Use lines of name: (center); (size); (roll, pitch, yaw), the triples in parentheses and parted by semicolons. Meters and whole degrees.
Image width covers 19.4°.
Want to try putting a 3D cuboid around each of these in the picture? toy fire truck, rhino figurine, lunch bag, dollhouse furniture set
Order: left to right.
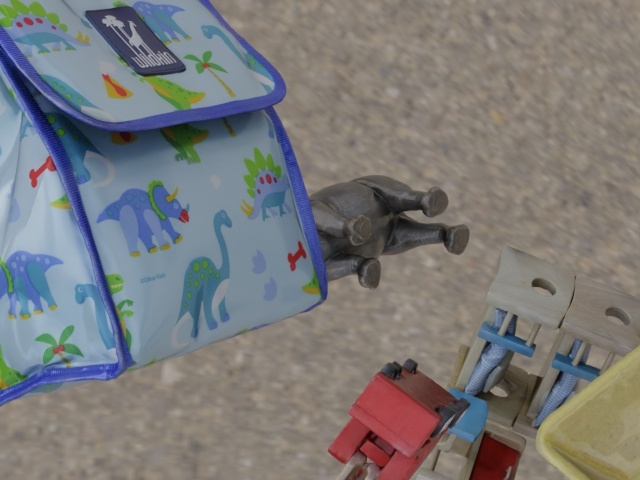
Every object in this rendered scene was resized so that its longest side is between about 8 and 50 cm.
lunch bag: (-0.076, -0.029, 0.689); (0.096, 0.129, 0.151); (-17, 89, 36)
rhino figurine: (0.000, 0.000, 1.447); (0.106, 0.243, 0.073); (12, 111, 42)
toy fire truck: (0.018, 0.134, 1.035); (0.047, 0.192, 0.135); (37, 94, 9)
dollhouse furniture set: (0.165, 0.126, 1.457); (0.129, 0.183, 0.129); (21, 130, 3)

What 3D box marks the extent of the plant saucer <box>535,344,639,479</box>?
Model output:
plant saucer: (0.373, 0.146, 1.259); (0.333, 0.081, 0.333); (-36, 44, -14)
